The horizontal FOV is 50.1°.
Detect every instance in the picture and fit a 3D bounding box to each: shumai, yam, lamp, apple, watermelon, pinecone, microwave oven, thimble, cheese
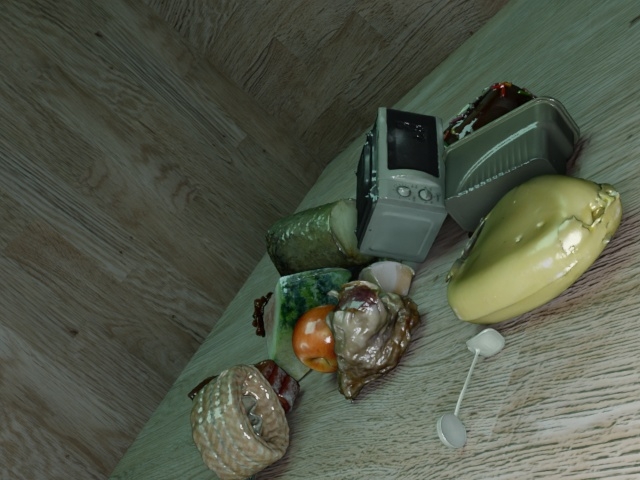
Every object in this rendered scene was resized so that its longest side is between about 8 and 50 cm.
[{"bbox_3d":[0.071,0.175,1.374,0.218,0.185,0.184,-45,11,24],"label":"shumai"},{"bbox_3d":[0.000,0.000,1.840,0.300,0.195,0.195,-16,31,44],"label":"yam"},{"bbox_3d":[0.219,0.213,0.996,0.056,0.050,0.198,-37,16,45],"label":"lamp"},{"bbox_3d":[0.016,0.217,1.541,0.163,0.163,0.139,-37,30,50],"label":"apple"},{"bbox_3d":[-0.031,0.203,1.798,0.232,0.193,0.310,-139,57,-66],"label":"watermelon"},{"bbox_3d":[-0.124,0.234,2.111,0.173,0.173,0.173,-47,10,12],"label":"pinecone"},{"bbox_3d":[0.180,-0.131,1.616,0.237,0.181,0.295,108,169,-51],"label":"microwave oven"},{"bbox_3d":[-0.180,0.399,1.500,0.148,0.229,0.196,-35,-22,16],"label":"thimble"},{"bbox_3d":[0.338,0.004,1.072,0.259,0.128,0.316,-64,10,-28],"label":"cheese"}]

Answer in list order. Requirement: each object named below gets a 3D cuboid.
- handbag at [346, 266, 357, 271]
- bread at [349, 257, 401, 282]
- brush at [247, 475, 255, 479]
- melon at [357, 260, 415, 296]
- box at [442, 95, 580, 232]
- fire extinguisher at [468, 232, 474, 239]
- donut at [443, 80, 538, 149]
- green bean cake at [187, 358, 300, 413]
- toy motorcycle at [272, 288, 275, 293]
[{"bbox_3d":[0.090,0.041,1.969,0.144,0.057,0.221,32,78,36],"label":"handbag"},{"bbox_3d":[0.132,0.088,1.810,0.207,0.056,0.286,-33,18,52],"label":"bread"},{"bbox_3d":[-0.159,0.541,1.472,0.062,0.027,0.266,-43,11,11],"label":"brush"},{"bbox_3d":[0.161,0.107,1.590,0.139,0.093,0.202,-25,-25,-12],"label":"melon"},{"bbox_3d":[0.373,-0.143,1.358,0.274,0.138,0.178,-28,31,36],"label":"box"},{"bbox_3d":[0.343,-0.049,1.444,0.056,0.039,0.132,-12,31,35],"label":"fire extinguisher"},{"bbox_3d":[0.400,-0.275,1.672,0.259,0.136,0.345,-49,5,-5],"label":"donut"},{"bbox_3d":[-0.182,0.380,1.689,0.232,0.198,0.097,-37,17,35],"label":"green bean cake"},{"bbox_3d":[-0.096,0.189,2.313,0.254,0.092,0.135,-61,22,-12],"label":"toy motorcycle"}]
